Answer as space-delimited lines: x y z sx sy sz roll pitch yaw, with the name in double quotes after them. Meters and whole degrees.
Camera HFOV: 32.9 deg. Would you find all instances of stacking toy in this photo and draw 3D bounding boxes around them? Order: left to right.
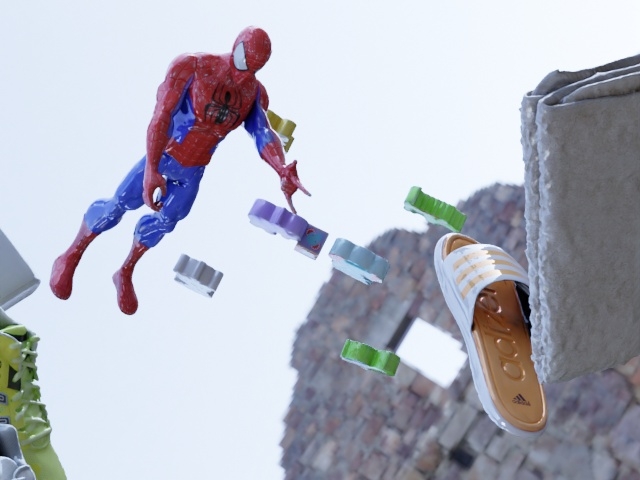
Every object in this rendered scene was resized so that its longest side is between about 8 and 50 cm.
0.000 0.000 0.936 0.052 0.221 0.167 122 173 -74 "stacking toy"

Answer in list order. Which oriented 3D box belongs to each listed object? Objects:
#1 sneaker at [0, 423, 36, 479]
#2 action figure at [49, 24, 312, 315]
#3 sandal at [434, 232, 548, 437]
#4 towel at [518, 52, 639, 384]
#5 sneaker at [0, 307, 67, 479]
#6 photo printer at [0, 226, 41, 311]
-0.316 0.286 1.047 0.110 0.292 0.118 7 -69 -27 "sneaker"
-0.104 -0.027 0.794 0.091 0.139 0.280 15 -53 -31 "action figure"
0.196 0.078 1.114 0.102 0.265 0.076 13 -49 -25 "sandal"
0.248 -0.019 0.850 0.187 0.049 0.282 -15 -56 -10 "towel"
-0.426 0.193 1.410 0.147 0.385 0.145 -32 -1 14 "sneaker"
-0.611 0.012 1.620 0.256 0.307 0.107 -36 -4 -29 "photo printer"
